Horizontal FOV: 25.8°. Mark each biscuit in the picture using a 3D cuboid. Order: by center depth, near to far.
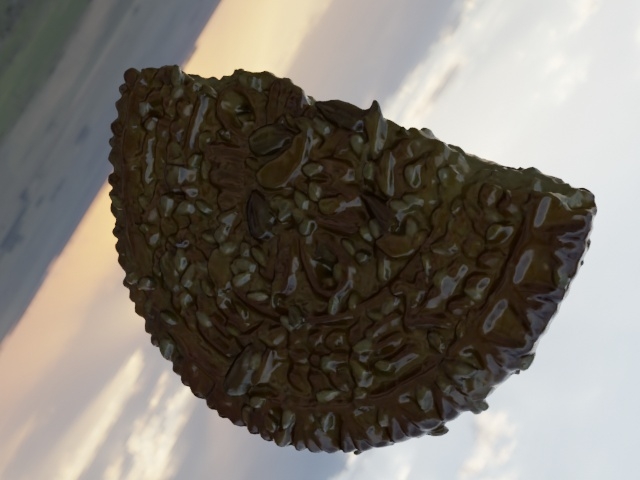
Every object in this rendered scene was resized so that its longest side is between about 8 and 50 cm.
[{"bbox_3d":[-0.008,0.009,0.488,0.025,0.206,0.126,5,101,-54],"label":"biscuit"}]
